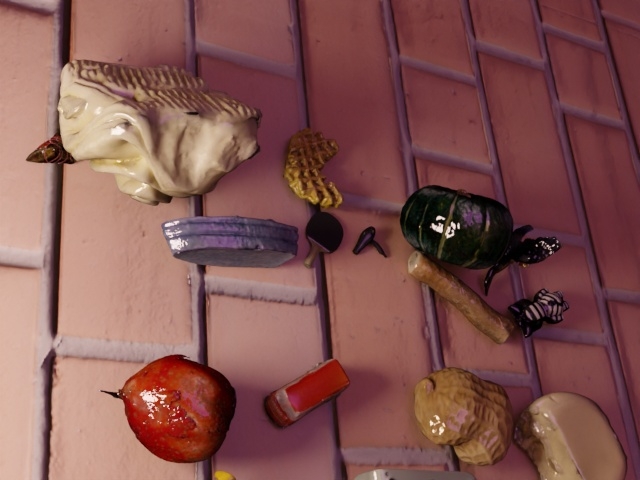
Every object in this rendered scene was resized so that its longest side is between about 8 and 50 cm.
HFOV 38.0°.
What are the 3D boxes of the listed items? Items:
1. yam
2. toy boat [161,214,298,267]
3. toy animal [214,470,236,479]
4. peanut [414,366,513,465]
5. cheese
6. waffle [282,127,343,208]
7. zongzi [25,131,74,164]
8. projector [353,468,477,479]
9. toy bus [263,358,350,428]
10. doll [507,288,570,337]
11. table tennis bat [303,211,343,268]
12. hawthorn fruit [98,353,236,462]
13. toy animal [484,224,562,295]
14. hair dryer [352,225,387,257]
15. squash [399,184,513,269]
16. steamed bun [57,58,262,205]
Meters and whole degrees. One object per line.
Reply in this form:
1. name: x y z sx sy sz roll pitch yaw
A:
1. yam: 0.319 0.129 2.117 0.300 0.066 0.066 39 51 -10
2. toy boat: -0.177 0.001 1.818 0.283 0.127 0.078 4 70 -34
3. toy animal: -0.202 0.487 1.539 0.156 0.156 0.229 44 47 -6
4. peanut: 0.302 0.364 1.952 0.233 0.110 0.196 30 53 -19
5. cheese: 0.550 0.467 2.051 0.233 0.127 0.266 -14 72 -34
6. waffle: -0.011 -0.160 2.061 0.149 0.051 0.194 24 50 -21
7. zongzi: -0.498 -0.166 1.730 0.083 0.073 0.067 -28 101 -39
8. projector: 0.195 0.549 1.784 0.251 0.108 0.198 11 61 -29
9. toy bus: -0.023 0.293 1.796 0.174 0.077 0.079 -25 81 -40
10. doll: 0.521 0.170 2.227 0.219 0.067 0.091 -15 72 -44
11. table tennis bat: 0.000 0.000 2.007 0.087 0.013 0.156 39 50 -11
12. hawthorn fruit: -0.263 0.284 1.591 0.235 0.181 0.181 17 57 -14
13. toy animal: 0.450 0.040 2.215 0.160 0.273 0.197 1 102 -51
14. hair dryer: 0.115 0.019 2.068 0.083 0.031 0.079 44 60 -16
15. squash: 0.305 -0.034 2.083 0.252 0.252 0.165 15 102 -27
16. steamed bun: -0.315 -0.182 1.755 0.394 0.237 0.346 17 26 7
